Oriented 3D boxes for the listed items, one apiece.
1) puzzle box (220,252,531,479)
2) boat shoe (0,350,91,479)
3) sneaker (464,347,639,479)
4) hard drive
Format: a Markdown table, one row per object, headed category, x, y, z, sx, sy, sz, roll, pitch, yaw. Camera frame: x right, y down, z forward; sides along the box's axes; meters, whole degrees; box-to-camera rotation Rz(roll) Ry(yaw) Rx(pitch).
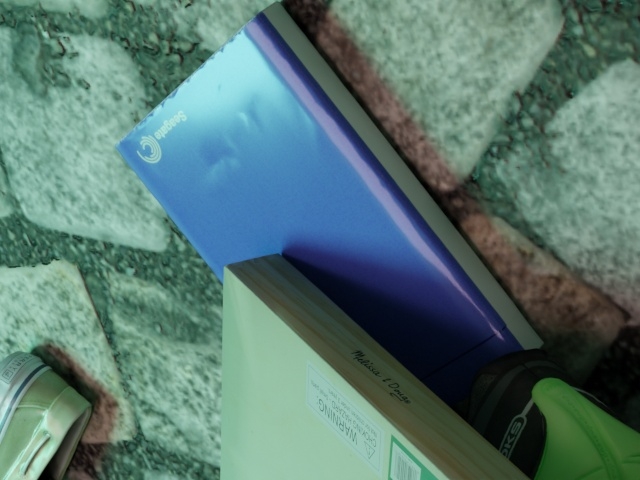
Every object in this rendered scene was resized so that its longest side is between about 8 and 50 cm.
| category | x | y | z | sx | sy | sz | roll | pitch | yaw |
| --- | --- | --- | --- | --- | --- | --- | --- | --- | --- |
| puzzle box | 0.044 | 0.218 | 1.387 | 0.409 | 0.052 | 0.272 | 41 | 136 | 48 |
| boat shoe | -0.293 | 0.239 | 1.820 | 0.094 | 0.109 | 0.302 | 32 | 130 | 15 |
| sneaker | 0.138 | 0.261 | 1.483 | 0.202 | 0.185 | 0.483 | 60 | 147 | 34 |
| hard drive | 0.000 | 0.000 | 1.482 | 0.319 | 0.040 | 0.210 | 52 | 135 | -2 |
